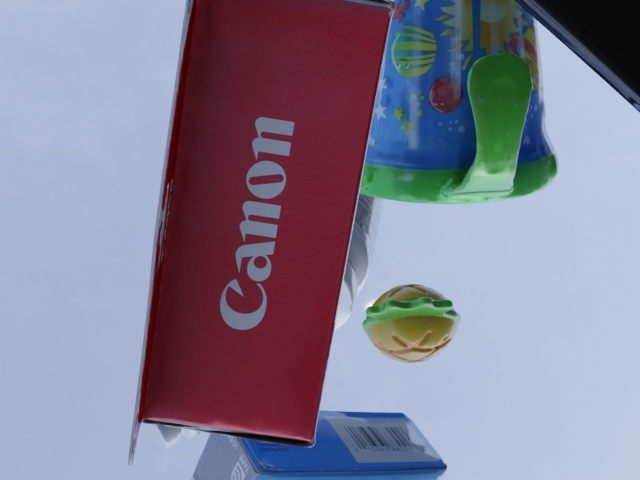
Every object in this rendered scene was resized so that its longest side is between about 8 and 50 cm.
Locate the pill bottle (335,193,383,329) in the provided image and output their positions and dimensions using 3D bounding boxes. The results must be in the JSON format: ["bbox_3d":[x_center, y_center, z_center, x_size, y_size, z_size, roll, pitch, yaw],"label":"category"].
[{"bbox_3d":[0.000,0.000,1.548,0.160,0.160,0.283,42,-149,-17],"label":"pill bottle"}]

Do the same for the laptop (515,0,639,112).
[{"bbox_3d":[0.317,-0.178,0.726,0.408,0.236,0.382,39,-100,-9],"label":"laptop"}]

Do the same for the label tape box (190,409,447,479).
[{"bbox_3d":[-0.043,0.340,1.121,0.240,0.334,0.106,9,-155,-35],"label":"label tape box"}]

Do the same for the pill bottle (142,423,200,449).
[{"bbox_3d":[-0.154,0.195,1.313,0.137,0.078,0.078,-32,-89,-25],"label":"pill bottle"}]

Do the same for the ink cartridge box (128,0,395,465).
[{"bbox_3d":[-0.042,-0.029,0.737,0.130,0.309,0.272,8,-162,-4],"label":"ink cartridge box"}]

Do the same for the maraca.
[{"bbox_3d":[0.115,0.101,1.347,0.127,0.186,0.099,-8,-109,4],"label":"maraca"}]

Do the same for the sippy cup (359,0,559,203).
[{"bbox_3d":[0.126,-0.173,1.073,0.240,0.305,0.224,-19,-65,-43],"label":"sippy cup"}]
